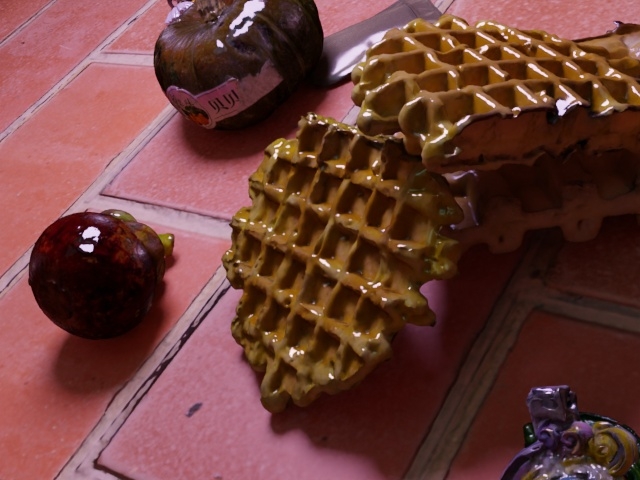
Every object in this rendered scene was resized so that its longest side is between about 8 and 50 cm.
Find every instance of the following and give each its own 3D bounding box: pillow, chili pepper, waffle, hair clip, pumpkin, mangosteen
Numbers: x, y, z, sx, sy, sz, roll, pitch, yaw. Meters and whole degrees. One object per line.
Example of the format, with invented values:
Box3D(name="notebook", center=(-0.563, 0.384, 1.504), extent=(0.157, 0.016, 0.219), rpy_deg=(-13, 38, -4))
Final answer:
Box3D(name="pillow", center=(0.074, -0.299, 1.197), extent=(0.217, 0.033, 0.130), rpy_deg=(-26, 43, 2))
Box3D(name="chili pepper", center=(0.217, 0.165, 0.628), extent=(0.118, 0.035, 0.055), rpy_deg=(23, 82, 33))
Box3D(name="waffle", center=(0.003, 0.001, 0.777), extent=(0.307, 0.060, 0.312), rpy_deg=(-45, 46, 30))
Box3D(name="hair clip", center=(0.180, 0.192, 0.584), extent=(0.116, 0.049, 0.172), rpy_deg=(-19, 63, 36))
Box3D(name="waffle", center=(0.236, -0.114, 0.852), extent=(0.348, 0.078, 0.304), rpy_deg=(-9, 40, 4))
Box3D(name="pumpkin", center=(-0.125, -0.287, 1.153), extent=(0.260, 0.189, 0.260), rpy_deg=(-18, 42, 17))
Box3D(name="waffle", center=(0.172, -0.138, 0.729), extent=(0.283, 0.065, 0.309), rpy_deg=(18, 38, 13))
Box3D(name="mangosteen", center=(-0.247, 0.020, 0.925), extent=(0.155, 0.146, 0.181), rpy_deg=(5, 48, 34))

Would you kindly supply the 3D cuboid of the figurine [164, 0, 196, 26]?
Box3D(name="figurine", center=(-0.193, -0.419, 1.397), extent=(0.175, 0.116, 0.240), rpy_deg=(-48, 47, 0))
